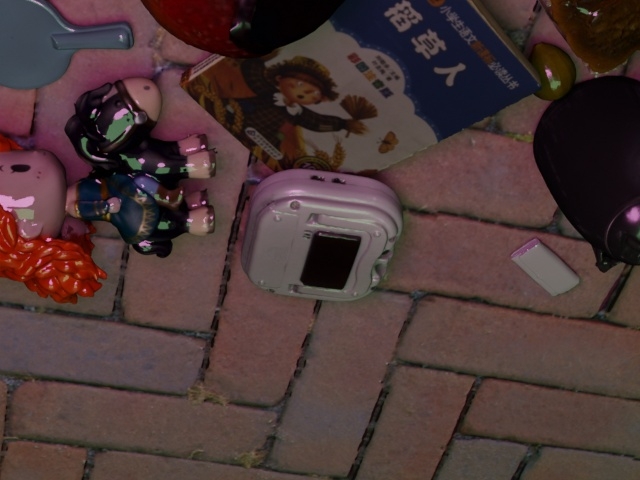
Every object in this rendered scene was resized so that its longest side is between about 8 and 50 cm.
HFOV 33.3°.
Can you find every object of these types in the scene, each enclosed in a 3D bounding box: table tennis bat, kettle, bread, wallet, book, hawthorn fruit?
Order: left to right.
[{"bbox_3d":[-0.383,-0.280,1.494,0.244,0.040,0.152,-3,129,2],"label":"table tennis bat"},{"bbox_3d":[-0.096,-0.359,1.289,0.316,0.316,0.315,-2,128,-3],"label":"hawthorn fruit"},{"bbox_3d":[0.050,-0.225,1.503,0.428,0.039,0.300,-26,127,34],"label":"book"},{"bbox_3d":[0.381,0.047,1.816,0.061,0.025,0.122,-35,123,28],"label":"wallet"},{"bbox_3d":[0.411,-0.347,1.461,0.210,0.109,0.192,-31,125,18],"label":"bread"},{"bbox_3d":[0.456,-0.105,1.540,0.207,0.290,0.268,22,121,-19],"label":"kettle"}]

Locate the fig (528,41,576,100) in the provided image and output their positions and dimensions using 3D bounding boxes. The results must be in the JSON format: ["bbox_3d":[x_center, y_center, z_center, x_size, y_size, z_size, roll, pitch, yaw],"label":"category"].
[{"bbox_3d":[0.332,-0.249,1.556,0.074,0.074,0.088,-21,108,11],"label":"fig"}]

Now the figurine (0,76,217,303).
[{"bbox_3d":[-0.348,-0.069,1.558,0.412,0.241,0.306,-27,134,3],"label":"figurine"}]

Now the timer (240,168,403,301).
[{"bbox_3d":[0.000,0.000,1.679,0.237,0.087,0.262,9,141,-7],"label":"timer"}]
